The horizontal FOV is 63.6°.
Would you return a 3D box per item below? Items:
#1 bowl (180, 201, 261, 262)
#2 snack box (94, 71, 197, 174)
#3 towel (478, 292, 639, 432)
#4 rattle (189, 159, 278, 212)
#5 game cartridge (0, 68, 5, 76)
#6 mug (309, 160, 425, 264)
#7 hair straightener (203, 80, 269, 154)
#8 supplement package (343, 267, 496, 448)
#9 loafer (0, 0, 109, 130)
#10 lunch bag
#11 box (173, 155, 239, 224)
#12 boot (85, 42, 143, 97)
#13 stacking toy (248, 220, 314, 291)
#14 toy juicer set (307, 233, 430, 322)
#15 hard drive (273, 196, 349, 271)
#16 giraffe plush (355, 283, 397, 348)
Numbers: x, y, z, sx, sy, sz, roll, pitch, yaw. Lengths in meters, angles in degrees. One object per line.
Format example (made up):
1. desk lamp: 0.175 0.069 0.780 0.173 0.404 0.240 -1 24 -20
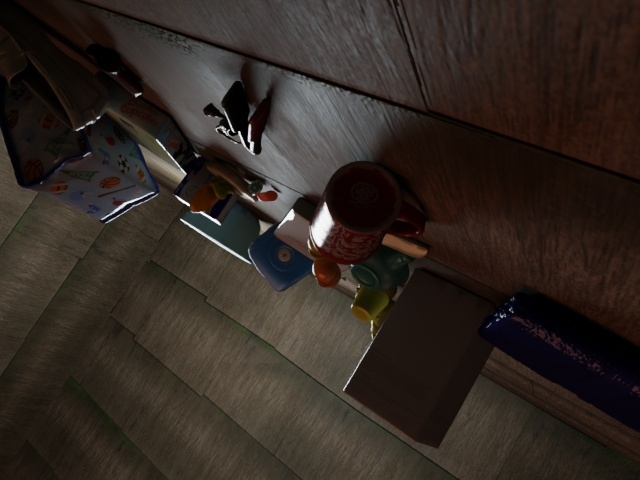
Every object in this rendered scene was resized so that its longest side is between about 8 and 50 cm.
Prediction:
1. bowl: -0.348 -0.061 1.929 0.312 0.163 0.311 31 173 4
2. snack box: -0.411 -0.264 1.231 0.187 0.060 0.322 33 173 1
3. towel: 0.412 0.185 0.798 0.308 0.076 0.227 31 166 13
4. rattle: -0.216 -0.101 1.237 0.200 0.143 0.130 35 157 28
5. game cartridge: -0.817 -0.505 1.075 0.355 0.068 0.230 42 171 12
6. mug: 0.062 -0.043 0.690 0.169 0.150 0.113 106 142 -78
7. hair straightener: -0.116 -0.172 0.728 0.089 0.047 0.230 33 177 -3
8. supplement package: 0.217 0.239 1.049 0.178 0.293 0.175 27 171 36
9. loafer: -0.559 -0.342 0.983 0.319 0.111 0.112 40 145 -12
10. lunch bag: -0.648 -0.277 1.347 0.385 0.239 0.328 64 -177 16
11. box: -0.293 -0.132 1.369 0.137 0.126 0.072 31 171 5
12. boot: -0.342 -0.284 0.901 0.106 0.037 0.114 43 177 33
13. stacking toy: -0.083 0.018 1.524 0.165 0.175 0.302 55 -171 -3
14. toy juicer set: 0.079 0.021 1.008 0.209 0.089 0.329 37 149 9
15. hard drive: 0.000 0.000 1.218 0.203 0.040 0.307 33 165 -6
16. giraffe plush: 0.179 0.182 1.459 0.170 0.210 0.181 61 174 -2
